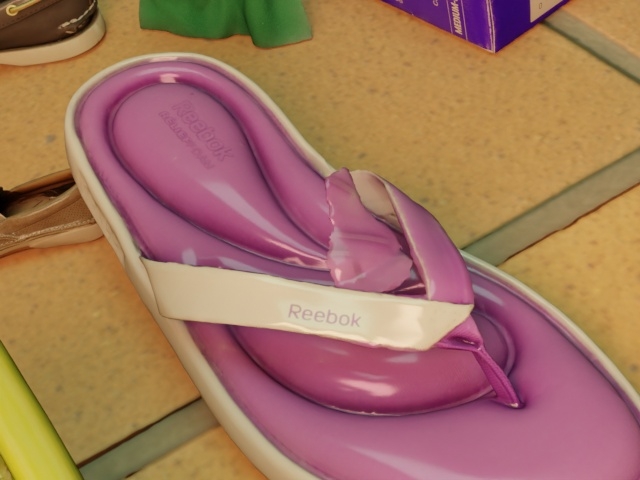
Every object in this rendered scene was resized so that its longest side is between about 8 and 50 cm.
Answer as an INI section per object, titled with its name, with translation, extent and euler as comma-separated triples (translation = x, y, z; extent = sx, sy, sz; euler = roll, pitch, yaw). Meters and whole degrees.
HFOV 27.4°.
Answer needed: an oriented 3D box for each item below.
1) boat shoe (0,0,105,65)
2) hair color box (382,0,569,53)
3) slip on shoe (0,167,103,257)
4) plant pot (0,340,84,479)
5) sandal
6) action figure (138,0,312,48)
[boat shoe]
translation = -0.278, -0.163, 0.969
extent = 0.228, 0.068, 0.081
euler = -11, 41, 1
[hair color box]
translation = 0.068, -0.281, 0.991
extent = 0.185, 0.110, 0.339
euler = -36, 45, -23
[slip on shoe]
translation = -0.197, -0.014, 0.805
extent = 0.135, 0.041, 0.051
euler = -9, 42, 3
[plant pot]
translation = -0.175, 0.174, 0.469
extent = 0.228, 0.207, 0.227
euler = -28, 43, -16
[sandal]
translation = -0.011, 0.009, 0.670
extent = 0.169, 0.102, 0.416
euler = -36, 53, -23
[action figure]
translation = -0.083, -0.245, 0.890
extent = 0.137, 0.232, 0.063
euler = 4, 43, 16
